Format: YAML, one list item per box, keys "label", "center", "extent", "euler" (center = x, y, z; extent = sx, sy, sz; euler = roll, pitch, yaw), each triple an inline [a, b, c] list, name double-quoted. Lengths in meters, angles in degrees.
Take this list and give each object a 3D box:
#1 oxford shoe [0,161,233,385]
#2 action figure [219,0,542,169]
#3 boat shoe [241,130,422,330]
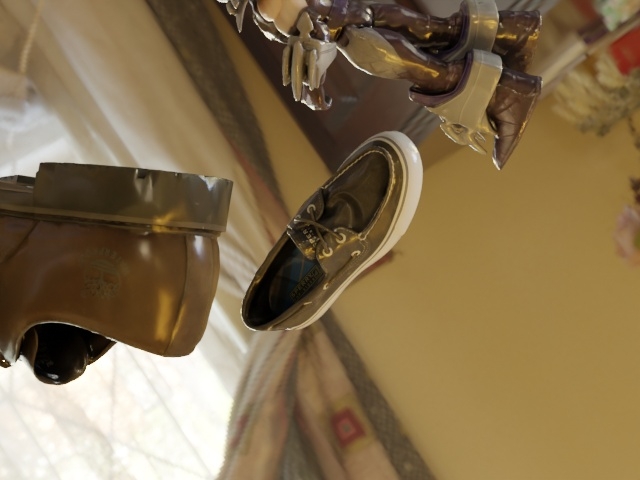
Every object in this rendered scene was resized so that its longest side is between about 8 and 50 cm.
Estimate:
- label: "oxford shoe"
  center: [-0.140, 0.015, 0.470]
  extent: [0.227, 0.096, 0.082]
  euler: [4, 180, 39]
- label: "action figure"
  center: [0.028, -0.158, 0.806]
  extent: [0.185, 0.284, 0.099]
  euler: [-82, -167, -49]
- label: "boat shoe"
  center: [0.000, 0.000, 0.897]
  extent: [0.076, 0.080, 0.228]
  euler: [-15, 153, -49]
